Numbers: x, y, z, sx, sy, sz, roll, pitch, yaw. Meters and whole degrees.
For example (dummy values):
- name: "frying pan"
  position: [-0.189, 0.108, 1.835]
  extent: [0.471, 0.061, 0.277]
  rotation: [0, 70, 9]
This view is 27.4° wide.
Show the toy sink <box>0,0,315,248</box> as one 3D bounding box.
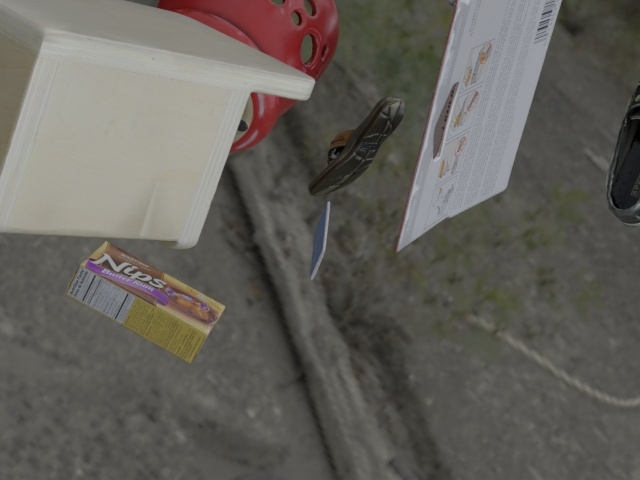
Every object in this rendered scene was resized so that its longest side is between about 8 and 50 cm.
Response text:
- name: "toy sink"
  position: [-0.145, -0.081, 0.844]
  extent: [0.153, 0.131, 0.234]
  rotation: [31, 18, 35]

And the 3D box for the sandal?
- name: "sandal"
  position: [0.053, -0.161, 2.181]
  extent: [0.090, 0.219, 0.060]
  rotation: [2, 41, -53]

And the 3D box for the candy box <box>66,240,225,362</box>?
- name: "candy box"
  position: [-0.227, 0.078, 1.720]
  extent: [0.187, 0.053, 0.109]
  rotation: [30, 19, 0]

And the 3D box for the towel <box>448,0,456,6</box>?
- name: "towel"
  position: [0.271, -0.483, 1.859]
  extent: [0.121, 0.235, 0.284]
  rotation: [38, 48, 11]

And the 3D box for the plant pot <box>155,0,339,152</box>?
- name: "plant pot"
  position: [-0.099, -0.201, 1.386]
  extent: [0.191, 0.191, 0.174]
  rotation: [42, 47, -8]

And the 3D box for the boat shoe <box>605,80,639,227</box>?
- name: "boat shoe"
  position: [0.342, -0.120, 1.311]
  extent: [0.078, 0.219, 0.070]
  rotation: [17, -4, 28]

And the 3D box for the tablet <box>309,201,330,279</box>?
- name: "tablet"
  position: [0.000, 0.000, 1.505]
  extent: [0.006, 0.054, 0.083]
  rotation: [15, 43, -9]

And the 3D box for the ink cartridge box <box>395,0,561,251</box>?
- name: "ink cartridge box"
  position: [0.158, -0.161, 1.446]
  extent: [0.066, 0.296, 0.261]
  rotation: [28, 32, 26]
